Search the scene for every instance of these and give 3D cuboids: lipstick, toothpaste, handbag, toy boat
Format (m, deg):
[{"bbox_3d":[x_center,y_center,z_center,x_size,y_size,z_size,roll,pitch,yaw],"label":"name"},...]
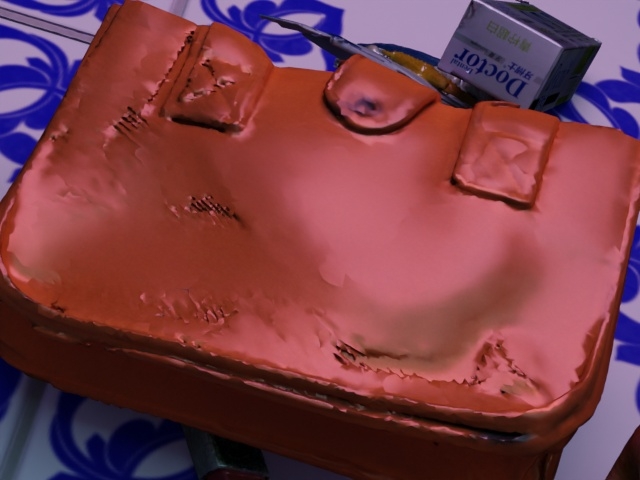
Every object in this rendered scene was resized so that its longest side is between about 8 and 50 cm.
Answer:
[{"bbox_3d":[-0.090,0.087,1.075,0.051,0.051,0.312,-7,54,-21],"label":"lipstick"},{"bbox_3d":[0.172,-0.156,1.268,0.081,0.067,0.336,30,15,9],"label":"toothpaste"},{"bbox_3d":[0.000,0.000,1.041,0.410,0.116,0.303,16,54,7],"label":"handbag"},{"bbox_3d":[0.053,-0.128,1.226,0.220,0.067,0.291,29,11,35],"label":"toy boat"}]

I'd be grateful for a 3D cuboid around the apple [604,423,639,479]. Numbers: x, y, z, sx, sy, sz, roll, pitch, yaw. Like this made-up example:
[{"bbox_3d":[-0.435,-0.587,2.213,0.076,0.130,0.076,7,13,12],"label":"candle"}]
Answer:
[{"bbox_3d":[0.275,0.202,1.017,0.199,0.199,0.199,10,46,-11],"label":"apple"}]
